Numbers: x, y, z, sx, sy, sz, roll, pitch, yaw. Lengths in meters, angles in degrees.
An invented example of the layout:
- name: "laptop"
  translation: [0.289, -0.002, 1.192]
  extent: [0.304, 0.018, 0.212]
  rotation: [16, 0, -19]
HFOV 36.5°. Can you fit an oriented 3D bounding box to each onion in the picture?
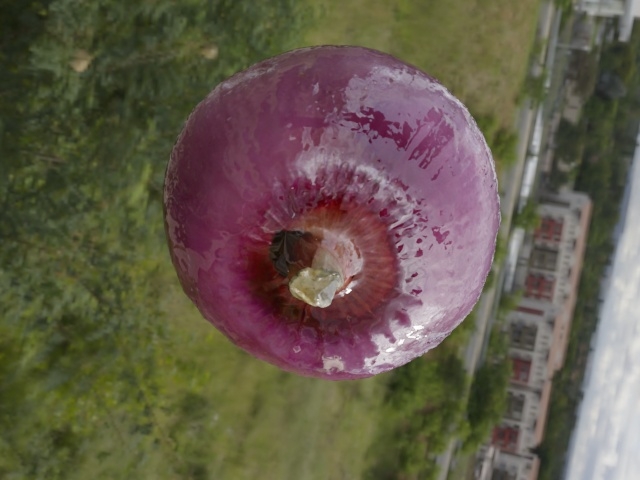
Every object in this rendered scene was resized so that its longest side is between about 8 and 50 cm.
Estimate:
- name: "onion"
  translation: [-0.002, -0.008, 1.000]
  extent: [0.345, 0.358, 0.358]
  rotation: [-54, 151, -39]
